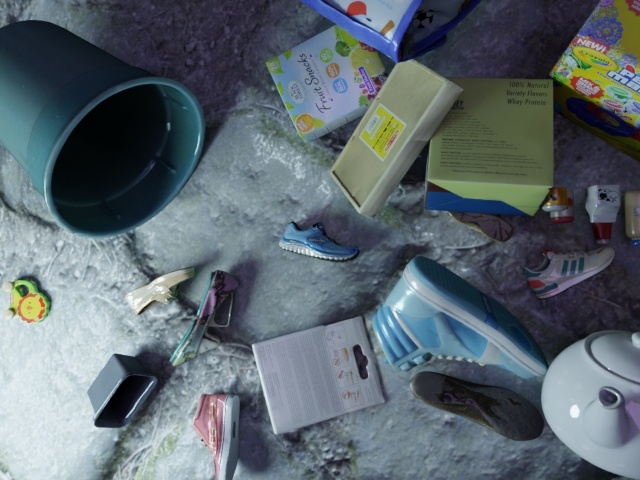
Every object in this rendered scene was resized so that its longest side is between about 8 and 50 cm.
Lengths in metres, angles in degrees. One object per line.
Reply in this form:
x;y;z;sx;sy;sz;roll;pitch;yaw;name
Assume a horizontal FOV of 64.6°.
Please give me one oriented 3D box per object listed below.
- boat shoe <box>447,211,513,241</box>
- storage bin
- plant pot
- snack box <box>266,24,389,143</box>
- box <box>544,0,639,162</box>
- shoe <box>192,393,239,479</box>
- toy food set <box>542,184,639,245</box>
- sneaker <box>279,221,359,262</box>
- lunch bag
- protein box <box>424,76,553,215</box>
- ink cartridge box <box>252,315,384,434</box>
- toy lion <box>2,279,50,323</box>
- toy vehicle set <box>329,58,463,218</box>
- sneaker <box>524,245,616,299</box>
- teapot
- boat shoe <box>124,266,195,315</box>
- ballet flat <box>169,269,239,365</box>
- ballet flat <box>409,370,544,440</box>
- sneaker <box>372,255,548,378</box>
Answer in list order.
0.297;-0.049;0.968;0.153;0.048;0.056;33;98;16;boat shoe
-0.416;0.306;1.055;0.091;0.098;0.135;39;95;38;storage bin
-0.468;-0.236;0.983;0.334;0.341;0.341;37;94;17;plant pot
0.021;-0.319;1.015;0.207;0.070;0.174;-26;84;9;snack box
0.546;-0.270;0.812;0.290;0.279;0.177;36;93;11;box
-0.212;0.400;1.023;0.081;0.063;0.177;1;82;12;shoe
0.503;-0.038;0.889;0.232;0.111;0.104;0;87;2;toy food set
0.000;0.000;1.005;0.162;0.063;0.073;14;86;10;sneaker
0.145;-0.533;0.908;0.328;0.239;0.385;41;85;20;lunch bag
0.293;-0.165;0.902;0.200;0.136;0.201;4;73;10;protein box
-0.006;0.263;1.009;0.225;0.056;0.180;-14;84;-10;ink cartridge box
-0.656;0.138;1.133;0.096;0.034;0.100;-5;86;3;toy lion
0.123;-0.190;0.916;0.266;0.035;0.166;-57;34;21;toy vehicle set
0.451;0.040;0.924;0.161;0.057;0.075;-32;88;10;sneaker
0.488;0.225;0.799;0.253;0.256;0.187;2;112;-2;teapot
-0.328;0.107;1.062;0.170;0.063;0.059;-26;85;17;boat shoe
-0.230;0.170;1.038;0.079;0.077;0.221;25;91;-9;ballet flat
0.287;0.306;0.946;0.250;0.058;0.084;16;68;5;ballet flat
0.238;0.189;0.935;0.319;0.127;0.208;36;114;-4;sneaker
